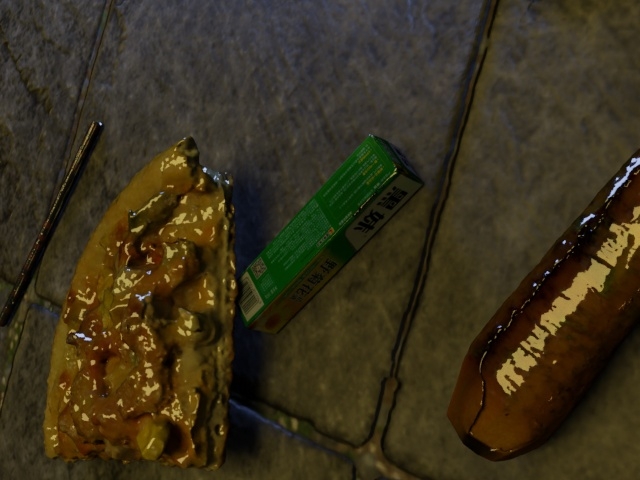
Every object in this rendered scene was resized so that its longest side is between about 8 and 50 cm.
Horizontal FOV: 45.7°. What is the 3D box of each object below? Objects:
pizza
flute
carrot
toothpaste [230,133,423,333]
[{"bbox_3d":[-0.176,0.067,0.670,0.268,0.087,0.257,-18,67,48],"label":"pizza"},{"bbox_3d":[-0.307,-0.014,0.855,0.014,0.014,0.269,39,105,38],"label":"flute"},{"bbox_3d":[0.166,0.016,0.426,0.260,0.070,0.070,-53,53,15],"label":"carrot"},{"bbox_3d":[0.000,0.000,0.584,0.178,0.037,0.043,-46,51,22],"label":"toothpaste"}]
